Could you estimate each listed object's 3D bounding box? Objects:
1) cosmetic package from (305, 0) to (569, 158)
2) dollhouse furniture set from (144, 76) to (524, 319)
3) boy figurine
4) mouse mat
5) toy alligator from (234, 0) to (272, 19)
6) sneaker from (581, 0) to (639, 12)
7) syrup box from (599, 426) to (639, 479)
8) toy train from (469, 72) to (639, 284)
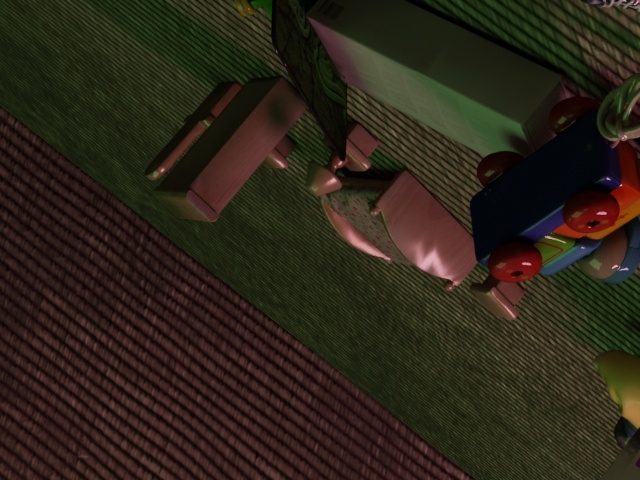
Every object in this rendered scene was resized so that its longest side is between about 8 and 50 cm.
[{"bbox_3d":[0.104,-0.137,1.499,0.239,0.060,0.099,31,163,33],"label":"cosmetic package"},{"bbox_3d":[0.000,0.000,2.021,0.355,0.174,0.303,44,167,-20],"label":"dollhouse furniture set"},{"bbox_3d":[0.346,0.159,1.773,0.177,0.092,0.285,36,166,17],"label":"boy figurine"},{"bbox_3d":[-0.007,-0.175,1.548,0.007,0.152,0.189,-8,148,16],"label":"mouse mat"},{"bbox_3d":[-0.047,-0.231,1.642,0.189,0.056,0.051,51,-155,-46],"label":"toy alligator"},{"bbox_3d":[0.189,-0.168,1.153,0.135,0.058,0.052,42,167,-14],"label":"sneaker"},{"bbox_3d":[0.336,0.159,1.462,0.093,0.237,0.096,26,162,50],"label":"syrup box"},{"bbox_3d":[0.240,-0.046,1.363,0.143,0.105,0.248,17,144,-32],"label":"toy train"}]
